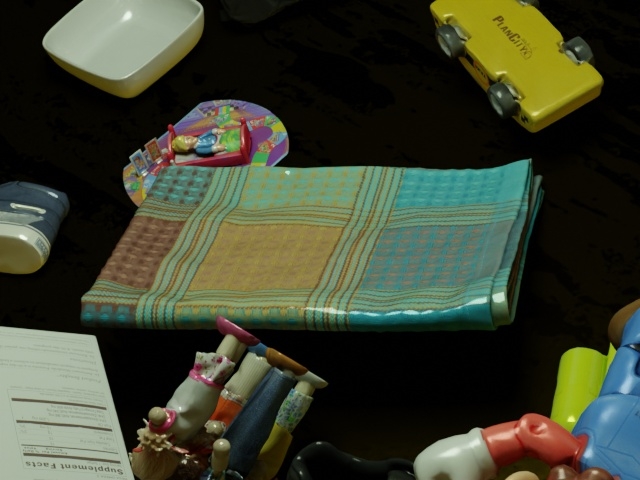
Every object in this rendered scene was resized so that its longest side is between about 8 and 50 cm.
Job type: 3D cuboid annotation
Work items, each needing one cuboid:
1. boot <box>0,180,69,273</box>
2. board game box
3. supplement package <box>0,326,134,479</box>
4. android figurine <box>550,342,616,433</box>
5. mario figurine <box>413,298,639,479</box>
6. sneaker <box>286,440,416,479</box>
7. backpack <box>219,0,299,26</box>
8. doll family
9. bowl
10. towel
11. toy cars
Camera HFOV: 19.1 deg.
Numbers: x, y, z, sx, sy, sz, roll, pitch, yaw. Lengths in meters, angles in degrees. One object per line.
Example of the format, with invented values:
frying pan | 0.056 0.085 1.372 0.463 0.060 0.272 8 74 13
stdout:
boot | -0.341 -0.018 1.845 0.190 0.069 0.086 8 43 13
board game box | -0.115 -0.090 1.862 0.133 0.033 0.168 29 61 36
supplement package | -0.237 0.200 1.513 0.134 0.139 0.244 7 38 -26
android figurine | 0.306 0.142 1.502 0.248 0.056 0.273 2 46 18
mario figurine | 0.195 0.184 1.363 0.198 0.170 0.320 9 40 38
sneaker | 0.092 0.232 1.425 0.286 0.130 0.109 12 50 25
backpack | -0.054 -0.326 2.014 0.152 0.115 0.182 -17 42 4
doll family | -0.064 0.165 1.496 0.118 0.263 0.163 30 86 10
bowl | -0.201 -0.208 1.986 0.142 0.053 0.142 27 60 35
towel | 0.000 0.000 1.672 0.370 0.040 0.271 0 29 13
toy cars | 0.285 -0.151 1.771 0.393 0.087 0.176 10 58 20
